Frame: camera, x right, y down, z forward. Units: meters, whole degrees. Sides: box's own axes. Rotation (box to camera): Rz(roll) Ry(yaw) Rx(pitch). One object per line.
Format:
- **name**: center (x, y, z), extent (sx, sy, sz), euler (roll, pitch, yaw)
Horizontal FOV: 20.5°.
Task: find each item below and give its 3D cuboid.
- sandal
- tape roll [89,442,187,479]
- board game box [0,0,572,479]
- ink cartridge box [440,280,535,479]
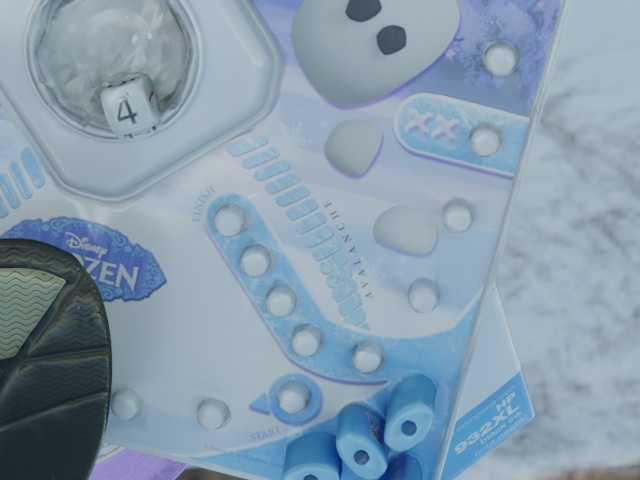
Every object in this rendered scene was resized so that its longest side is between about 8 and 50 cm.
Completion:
- **sandal**: center (-0.177, 0.125, 0.840), extent (0.120, 0.303, 0.086), euler (8, -150, -15)
- **tape roll**: center (-0.195, 0.071, 1.369), extent (0.274, 0.275, 0.090), euler (-8, -167, 19)
- **board game box**: center (-0.094, -0.085, 0.799), extent (0.389, 0.390, 0.050), euler (14, -162, 2)
- **ink cartridge box**: center (0.000, 0.000, 1.078), extent (0.129, 0.223, 0.307), euler (-34, 146, -7)
